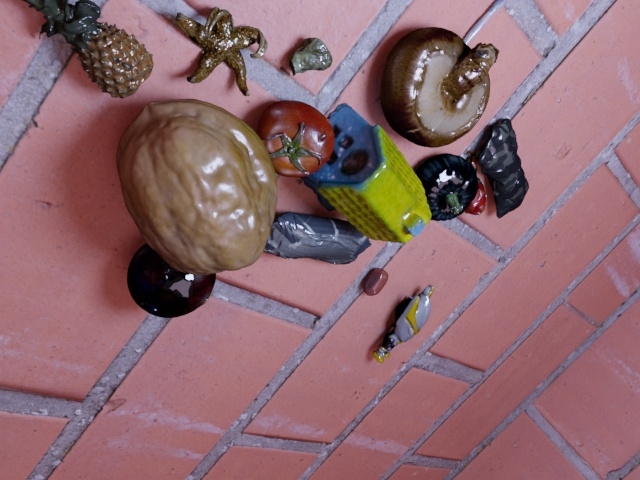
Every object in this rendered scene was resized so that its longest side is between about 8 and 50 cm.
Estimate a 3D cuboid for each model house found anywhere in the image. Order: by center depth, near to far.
[{"bbox_3d":[0.112,-0.133,1.204,0.215,0.303,0.237,-48,133,1],"label":"model house"}]

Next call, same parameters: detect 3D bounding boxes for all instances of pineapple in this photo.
[{"bbox_3d":[-0.402,-0.353,0.848,0.119,0.130,0.277,-53,131,-2],"label":"pineapple"}]

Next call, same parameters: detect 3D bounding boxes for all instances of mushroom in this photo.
[{"bbox_3d":[0.269,-0.356,1.213,0.278,0.163,0.297,-43,134,17],"label":"mushroom"}]

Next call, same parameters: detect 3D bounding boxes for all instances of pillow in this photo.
[{"bbox_3d":[0.000,0.000,1.364,0.335,0.093,0.161,6,148,-36],"label":"pillow"}]

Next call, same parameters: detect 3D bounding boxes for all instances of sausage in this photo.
[{"bbox_3d":[0.163,0.124,1.581,0.094,0.059,0.054,-55,153,14],"label":"sausage"}]

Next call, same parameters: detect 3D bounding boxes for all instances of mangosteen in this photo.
[{"bbox_3d":[-0.329,0.089,1.203,0.194,0.194,0.230,-31,160,-6],"label":"mangosteen"}]

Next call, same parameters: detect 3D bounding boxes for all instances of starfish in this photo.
[{"bbox_3d":[-0.198,-0.360,0.994,0.190,0.074,0.146,18,112,-38],"label":"starfish"}]

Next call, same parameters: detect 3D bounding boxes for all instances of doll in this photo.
[{"bbox_3d":[0.275,0.276,1.738,0.145,0.103,0.316,9,124,-39],"label":"doll"}]

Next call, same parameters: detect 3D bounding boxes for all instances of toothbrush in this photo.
[{"bbox_3d":[0.404,-0.539,1.240,0.269,0.021,0.027,-50,155,13],"label":"toothbrush"}]

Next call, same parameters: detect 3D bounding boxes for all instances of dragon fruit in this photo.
[{"bbox_3d":[0.424,-0.161,1.512,0.094,0.094,0.191,-19,107,-17],"label":"dragon fruit"}]

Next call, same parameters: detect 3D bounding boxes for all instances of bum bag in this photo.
[{"bbox_3d":[0.535,-0.196,1.530,0.144,0.095,0.340,-50,136,-13],"label":"bum bag"}]

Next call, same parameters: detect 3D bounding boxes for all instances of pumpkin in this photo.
[{"bbox_3d":[0.331,-0.143,1.425,0.194,0.150,0.194,-1,96,-13],"label":"pumpkin"}]

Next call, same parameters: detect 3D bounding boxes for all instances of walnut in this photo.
[{"bbox_3d":[-0.232,-0.110,1.009,0.306,0.306,0.344,-33,125,-4],"label":"walnut"}]

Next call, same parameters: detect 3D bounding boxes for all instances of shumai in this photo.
[{"bbox_3d":[-0.026,-0.367,1.084,0.082,0.083,0.080,38,79,-6],"label":"shumai"}]

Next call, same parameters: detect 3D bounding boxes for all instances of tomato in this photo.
[{"bbox_3d":[-0.059,-0.221,1.128,0.167,0.167,0.167,-16,130,-19],"label":"tomato"}]
